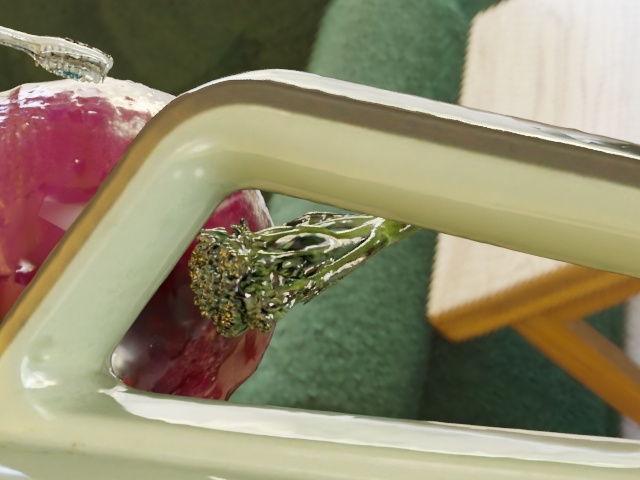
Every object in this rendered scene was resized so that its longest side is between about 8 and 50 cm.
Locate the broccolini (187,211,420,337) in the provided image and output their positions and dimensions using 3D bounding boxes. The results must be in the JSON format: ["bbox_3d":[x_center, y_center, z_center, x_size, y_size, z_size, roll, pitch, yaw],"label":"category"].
[{"bbox_3d":[0.001,0.016,1.044,0.091,0.203,0.068,46,138,44],"label":"broccolini"}]

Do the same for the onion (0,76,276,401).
[{"bbox_3d":[-0.183,0.074,1.138,0.348,0.348,0.385,-42,42,21],"label":"onion"}]

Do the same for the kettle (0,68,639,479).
[{"bbox_3d":[-0.013,0.127,0.483,0.377,0.250,0.361,2,88,19],"label":"kettle"}]

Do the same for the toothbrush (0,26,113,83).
[{"bbox_3d":[-0.257,-0.136,0.842,0.026,0.288,0.024,-104,33,-63],"label":"toothbrush"}]
